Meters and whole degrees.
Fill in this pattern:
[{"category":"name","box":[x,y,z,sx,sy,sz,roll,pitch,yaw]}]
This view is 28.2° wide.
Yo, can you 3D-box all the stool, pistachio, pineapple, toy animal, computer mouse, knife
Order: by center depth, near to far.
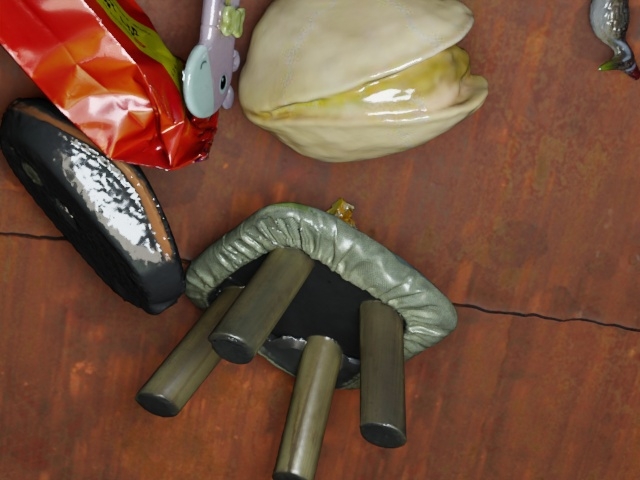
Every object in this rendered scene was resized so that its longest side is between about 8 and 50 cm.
[{"category":"knife","box":[-0.106,-0.342,1.506,0.038,0.132,0.399,9,98,19]},{"category":"pistachio","box":[0.045,-0.204,1.540,0.321,0.238,0.229,-1,122,31]},{"category":"computer mouse","box":[-0.274,-0.054,1.608,0.116,0.183,0.323,-41,100,-20]},{"category":"toy animal","box":[0.365,-0.291,1.609,0.105,0.070,0.202,-29,108,-11]},{"category":"stool","box":[-0.030,0.143,1.619,0.310,0.226,0.310,32,143,-16]},{"category":"pineapple","box":[0.000,0.000,1.697,0.077,0.114,0.114,20,107,9]}]

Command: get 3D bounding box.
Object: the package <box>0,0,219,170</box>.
[{"category":"package","box":[-0.293,-0.260,1.519,0.123,0.196,0.423,-35,111,18]}]
